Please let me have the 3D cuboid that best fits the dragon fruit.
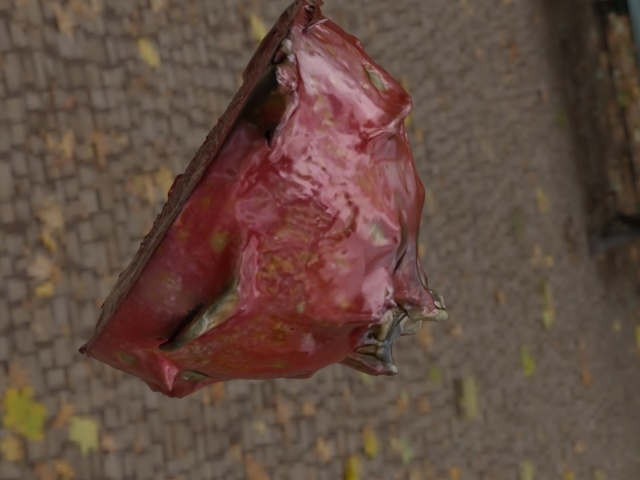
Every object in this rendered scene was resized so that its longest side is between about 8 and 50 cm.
[{"bbox_3d":[0.000,0.000,0.581,0.111,0.153,0.153,28,42,-9],"label":"dragon fruit"}]
